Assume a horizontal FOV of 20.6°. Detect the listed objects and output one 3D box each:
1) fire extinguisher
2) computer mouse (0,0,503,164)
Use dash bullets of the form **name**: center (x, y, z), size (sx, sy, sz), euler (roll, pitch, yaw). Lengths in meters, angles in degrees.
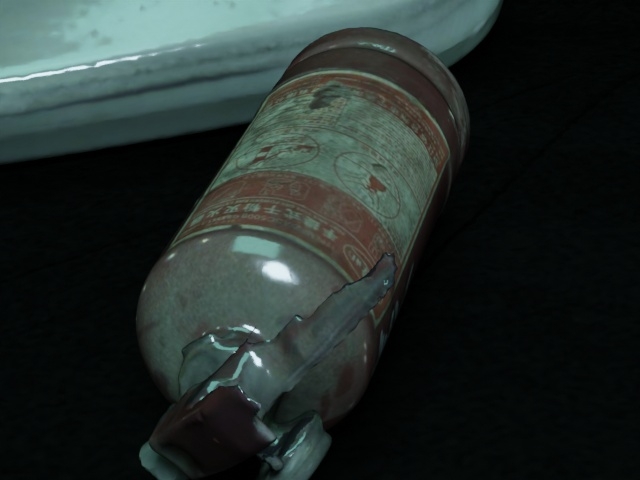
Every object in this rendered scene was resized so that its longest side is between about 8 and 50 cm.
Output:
- **fire extinguisher**: center (-0.008, -0.001, 0.533), size (0.075, 0.106, 0.252), euler (21, 31, 5)
- **computer mouse**: center (-0.077, -0.112, 0.779), size (0.331, 0.095, 0.197), euler (-14, 25, -17)
